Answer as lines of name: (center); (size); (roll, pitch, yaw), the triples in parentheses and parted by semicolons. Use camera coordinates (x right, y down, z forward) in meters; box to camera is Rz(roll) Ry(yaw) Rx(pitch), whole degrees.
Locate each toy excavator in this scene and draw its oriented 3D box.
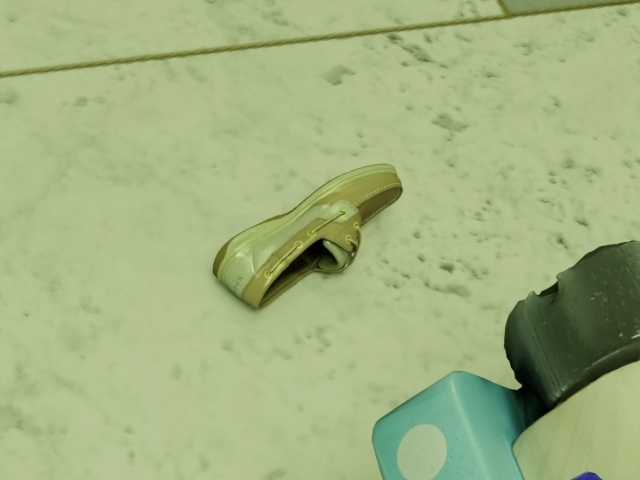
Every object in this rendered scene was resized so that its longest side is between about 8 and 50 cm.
toy excavator: (0.038, 0.206, 0.868); (0.433, 0.445, 0.222); (26, 34, -48)

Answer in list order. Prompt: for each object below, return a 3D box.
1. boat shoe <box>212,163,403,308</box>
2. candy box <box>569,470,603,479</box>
boat shoe: (0.000, 0.000, 1.135); (0.135, 0.050, 0.045); (-31, 65, -21)
candy box: (-0.016, 0.248, 0.540); (0.268, 0.317, 0.122); (-23, 53, -28)
